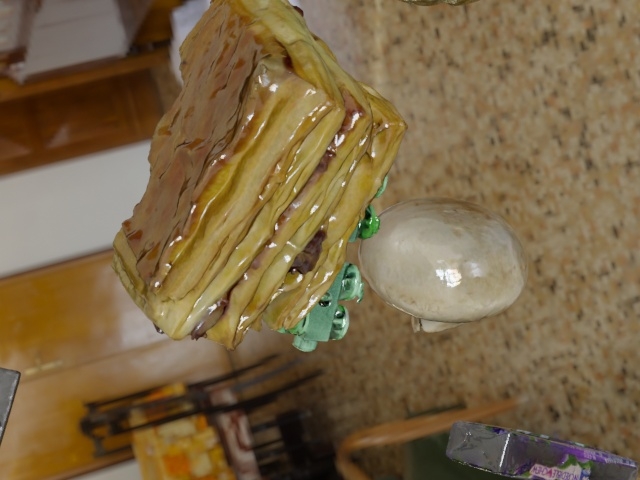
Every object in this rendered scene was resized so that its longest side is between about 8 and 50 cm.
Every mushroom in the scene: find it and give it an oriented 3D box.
[{"bbox_3d":[0.161,0.037,1.689,0.226,0.226,0.178,-129,35,-54],"label":"mushroom"}]

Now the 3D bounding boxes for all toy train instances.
[{"bbox_3d":[0.000,0.000,1.466,0.119,0.085,0.251,29,106,56],"label":"toy train"}]

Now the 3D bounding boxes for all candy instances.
[{"bbox_3d":[0.285,0.277,1.596,0.088,0.312,0.061,4,79,46],"label":"candy"}]

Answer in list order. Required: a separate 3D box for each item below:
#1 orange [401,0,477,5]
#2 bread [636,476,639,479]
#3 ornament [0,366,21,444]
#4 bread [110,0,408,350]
[{"bbox_3d":[0.136,-0.420,1.474,0.329,0.329,0.249,95,158,-51],"label":"orange"},{"bbox_3d":[0.490,0.463,1.892,0.134,0.244,0.244,72,173,-59],"label":"bread"},{"bbox_3d":[-0.336,0.139,0.937,0.196,0.153,0.166,87,-167,-70],"label":"ornament"},{"bbox_3d":[-0.068,-0.075,1.282,0.314,0.191,0.370,-59,26,13],"label":"bread"}]
